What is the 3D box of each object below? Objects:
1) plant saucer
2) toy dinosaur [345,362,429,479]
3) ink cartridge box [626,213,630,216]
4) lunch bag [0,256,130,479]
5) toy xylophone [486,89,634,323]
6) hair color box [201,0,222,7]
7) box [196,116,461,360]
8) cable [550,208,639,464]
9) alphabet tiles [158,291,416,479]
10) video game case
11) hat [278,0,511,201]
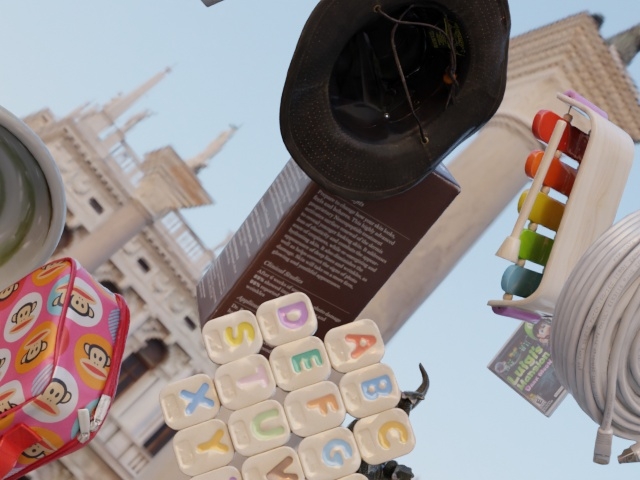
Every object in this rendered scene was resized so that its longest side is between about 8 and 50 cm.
[{"bbox_3d":[-0.566,-0.070,1.280,0.100,0.400,0.400,-110,180,-48],"label":"plant saucer"},{"bbox_3d":[0.064,0.284,1.217,0.121,0.313,0.160,24,-44,-10],"label":"toy dinosaur"},{"bbox_3d":[0.598,0.136,1.420,0.160,0.279,0.385,2,-13,38],"label":"ink cartridge box"},{"bbox_3d":[-0.363,0.178,1.043,0.293,0.258,0.120,-28,-53,22],"label":"lunch bag"},{"bbox_3d":[0.311,-0.045,1.200,0.081,0.322,0.236,20,-6,45],"label":"toy xylophone"},{"bbox_3d":[-0.055,-0.468,1.217,0.374,0.113,0.185,-13,-38,31],"label":"hair color box"},{"bbox_3d":[0.000,0.000,1.311,0.191,0.381,0.143,30,20,-25],"label":"box"},{"bbox_3d":[0.359,0.083,0.932,0.089,0.257,0.257,-131,-157,-58],"label":"cable"},{"bbox_3d":[-0.040,0.211,1.075,0.021,0.278,0.284,93,-21,-75],"label":"alphabet tiles"},{"bbox_3d":[0.466,0.241,1.888,0.173,0.190,0.022,40,4,38],"label":"video game case"},{"bbox_3d":[0.074,-0.223,1.138,0.134,0.331,0.331,46,-17,49],"label":"hat"}]
